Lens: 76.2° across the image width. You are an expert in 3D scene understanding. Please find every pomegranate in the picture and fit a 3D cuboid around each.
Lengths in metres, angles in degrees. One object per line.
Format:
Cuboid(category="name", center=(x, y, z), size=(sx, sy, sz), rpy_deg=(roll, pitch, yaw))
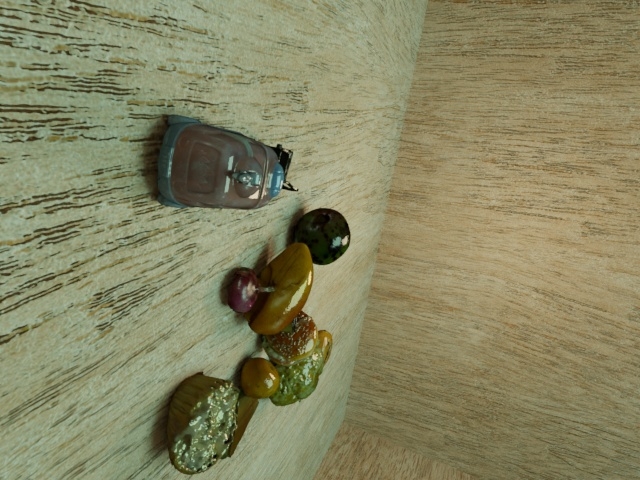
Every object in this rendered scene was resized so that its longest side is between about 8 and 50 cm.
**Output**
Cuboid(category="pomegranate", center=(-0.013, 0.006, 1.680), size=(0.306, 0.242, 0.242), rpy_deg=(-51, -175, 49))

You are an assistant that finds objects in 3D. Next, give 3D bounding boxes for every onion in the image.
Cuboid(category="onion", center=(-0.216, 0.161, 1.292), size=(0.150, 0.140, 0.150), rpy_deg=(8, 90, -87))

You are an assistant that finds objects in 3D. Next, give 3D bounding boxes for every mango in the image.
Cuboid(category="mango", center=(-0.140, 0.164, 1.438), size=(0.350, 0.199, 0.201), rpy_deg=(-57, -160, -13))
Cuboid(category="mango", center=(-0.019, 0.629, 2.217), size=(0.177, 0.120, 0.295), rpy_deg=(54, 54, -64))

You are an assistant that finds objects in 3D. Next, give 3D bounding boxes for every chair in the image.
Cuboid(category="chair", center=(-0.138, -0.229, 1.277), size=(0.229, 0.106, 0.113), rpy_deg=(5, 102, -72))

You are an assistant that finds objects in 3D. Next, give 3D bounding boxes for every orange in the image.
Cuboid(category="orange", center=(-0.228, 0.511, 1.509), size=(0.134, 0.155, 0.155), rpy_deg=(-41, 156, -3))
Cuboid(category="orange", center=(-0.099, 0.571, 1.831), size=(0.271, 0.210, 0.369), rpy_deg=(67, 44, -64))

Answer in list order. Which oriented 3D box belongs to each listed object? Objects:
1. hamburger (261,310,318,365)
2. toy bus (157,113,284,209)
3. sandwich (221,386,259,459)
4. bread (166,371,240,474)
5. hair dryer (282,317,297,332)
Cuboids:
Cuboid(category="hamburger", center=(-0.119, 0.380, 1.619), size=(0.147, 0.237, 0.237), rpy_deg=(98, 13, -71))
Cuboid(category="toy bus", center=(-0.210, -0.157, 0.928), size=(0.294, 0.232, 0.197), rpy_deg=(-10, 113, -68))
Cuboid(category="sandwich", center=(-0.299, 0.673, 1.557), size=(0.212, 0.063, 0.245), rpy_deg=(-15, 120, -70))
Cuboid(category="bread", center=(-0.347, 0.527, 1.190), size=(0.274, 0.149, 0.274), rpy_deg=(-39, 136, -52))
Cuboid(category="hair dryer", center=(-0.150, 0.226, 1.594), size=(0.090, 0.135, 0.279), rpy_deg=(81, 13, -49))
